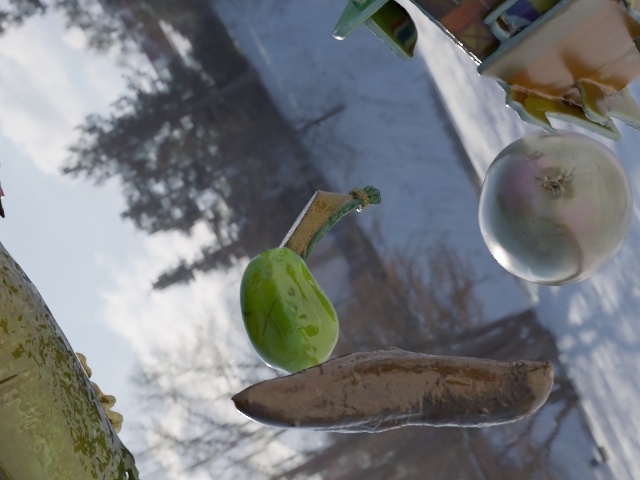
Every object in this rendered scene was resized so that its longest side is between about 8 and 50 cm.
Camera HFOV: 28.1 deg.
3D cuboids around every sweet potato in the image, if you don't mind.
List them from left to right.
[{"bbox_3d":[0.077,0.161,1.387,0.114,0.341,0.092,67,-160,-85],"label":"sweet potato"}]

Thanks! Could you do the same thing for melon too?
[{"bbox_3d":[0.339,-0.047,1.851,0.223,0.223,0.317,65,-174,13],"label":"melon"}]

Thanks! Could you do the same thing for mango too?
[{"bbox_3d":[-0.045,0.093,1.622,0.163,0.117,0.089,60,-155,1],"label":"mango"}]

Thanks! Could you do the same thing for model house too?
[{"bbox_3d":[0.217,-0.244,1.203,0.313,0.242,0.358,42,-145,-19],"label":"model house"}]

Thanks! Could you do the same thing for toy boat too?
[{"bbox_3d":[0.000,0.000,1.841,0.088,0.229,0.089,35,166,-6],"label":"toy boat"}]

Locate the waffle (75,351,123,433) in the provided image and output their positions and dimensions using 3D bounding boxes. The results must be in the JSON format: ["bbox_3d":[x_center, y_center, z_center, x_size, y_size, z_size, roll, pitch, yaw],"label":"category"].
[{"bbox_3d":[-0.357,0.162,1.597,0.262,0.060,0.280,40,-178,1],"label":"waffle"}]

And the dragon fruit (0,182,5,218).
[{"bbox_3d":[-0.461,-0.034,1.411,0.192,0.274,0.193,33,146,8],"label":"dragon fruit"}]

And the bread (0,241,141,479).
[{"bbox_3d":[-0.319,0.152,1.170,0.251,0.208,0.376,-103,-12,-73],"label":"bread"}]
